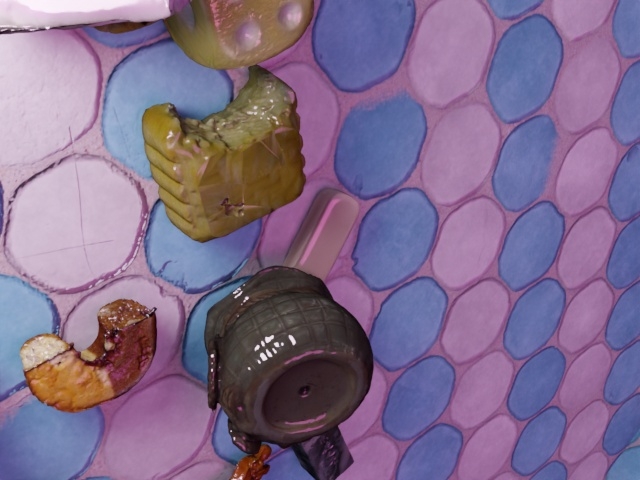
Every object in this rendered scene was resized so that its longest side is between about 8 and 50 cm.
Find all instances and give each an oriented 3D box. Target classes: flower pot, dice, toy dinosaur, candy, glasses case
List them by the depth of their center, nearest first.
[{"bbox_3d":[-0.295,-0.334,1.053,0.265,0.116,0.155,-3,113,7],"label":"candy"},{"bbox_3d":[-0.124,-0.350,1.249,0.169,0.169,0.166,-30,130,-24],"label":"dice"},{"bbox_3d":[-0.068,0.215,1.549,0.302,0.213,0.302,-12,128,-16],"label":"flower pot"},{"bbox_3d":[0.000,0.000,1.623,0.083,0.050,0.196,24,97,-37],"label":"glasses case"},{"bbox_3d":[-0.236,0.578,1.715,0.432,0.097,0.208,-35,117,-25],"label":"toy dinosaur"}]

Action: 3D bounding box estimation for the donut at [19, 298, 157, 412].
[{"bbox_3d":[-0.365,0.183,1.398,0.217,0.085,0.141,-21,125,-29],"label":"donut"}]

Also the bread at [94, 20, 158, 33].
[{"bbox_3d":[-0.253,-0.336,1.161,0.064,0.156,0.117,-48,121,-53],"label":"bread"}]

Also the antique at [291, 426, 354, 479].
[{"bbox_3d":[-0.010,0.407,1.817,0.088,0.086,0.183,-38,132,-19],"label":"antique"}]

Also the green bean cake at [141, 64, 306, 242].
[{"bbox_3d":[-0.140,-0.134,1.386,0.236,0.124,0.233,-28,128,-25],"label":"green bean cake"}]
